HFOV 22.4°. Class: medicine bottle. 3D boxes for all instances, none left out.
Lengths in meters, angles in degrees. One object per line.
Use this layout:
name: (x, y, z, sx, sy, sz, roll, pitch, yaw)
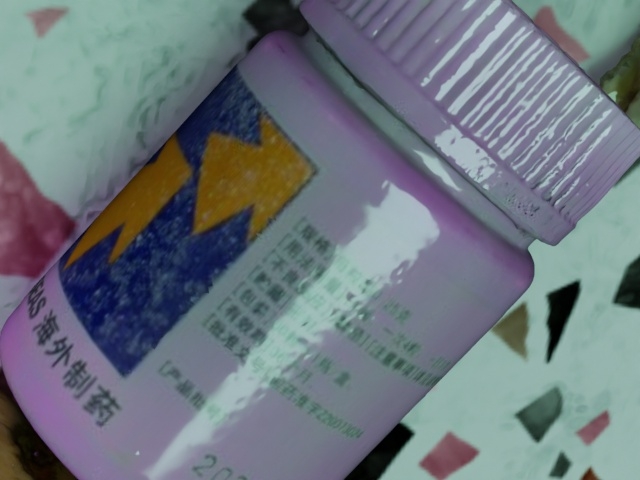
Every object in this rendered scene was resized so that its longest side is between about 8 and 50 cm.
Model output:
medicine bottle: (0.000, 0.000, 0.781, 0.178, 0.178, 0.290, 37, 101, -28)

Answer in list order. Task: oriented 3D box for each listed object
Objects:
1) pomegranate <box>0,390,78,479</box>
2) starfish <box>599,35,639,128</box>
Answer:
pomegranate: (-0.221, 0.187, 0.767, 0.281, 0.281, 0.281, -7, 117, -13)
starfish: (0.323, -0.167, 0.739, 0.432, 0.324, 0.082, -40, 105, 0)
